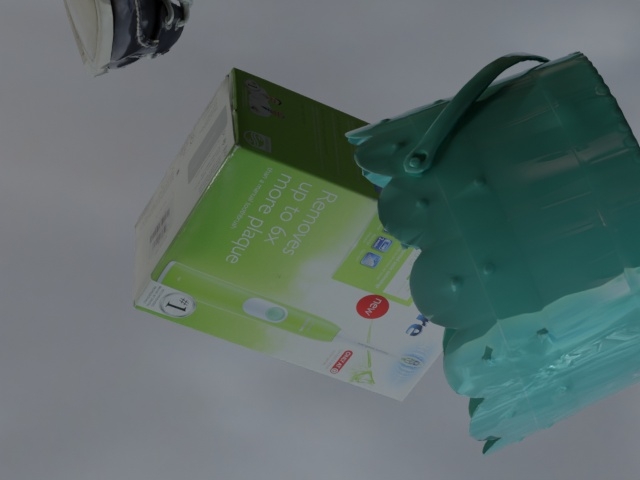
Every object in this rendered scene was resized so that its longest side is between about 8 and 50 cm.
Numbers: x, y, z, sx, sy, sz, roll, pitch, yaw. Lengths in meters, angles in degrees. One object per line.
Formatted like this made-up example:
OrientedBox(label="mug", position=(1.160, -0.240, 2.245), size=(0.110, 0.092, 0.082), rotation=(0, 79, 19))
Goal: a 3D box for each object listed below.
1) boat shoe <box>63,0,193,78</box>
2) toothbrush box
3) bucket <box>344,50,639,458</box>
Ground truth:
OrientedBox(label="boat shoe", position=(-0.104, -0.131, 0.985), size=(0.065, 0.075, 0.206), rotation=(-18, -179, -7))
OrientedBox(label="toothbrush box", position=(0.000, 0.000, 1.653), size=(0.283, 0.206, 0.122), rotation=(21, -144, -22))
OrientedBox(label="bucket", position=(0.150, 0.004, 1.336), size=(0.183, 0.281, 0.281), rotation=(-23, -148, 2))
